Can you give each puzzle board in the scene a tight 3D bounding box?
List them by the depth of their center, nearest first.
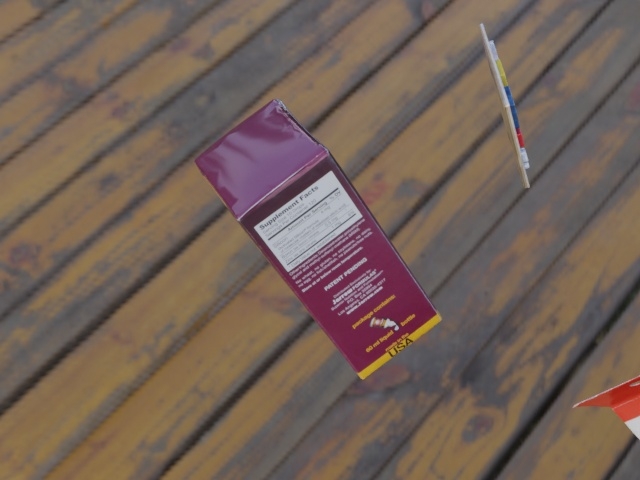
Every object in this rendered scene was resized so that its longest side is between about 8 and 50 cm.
[{"bbox_3d":[0.166,-0.119,1.138,0.011,0.128,0.096,-15,56,8],"label":"puzzle board"}]

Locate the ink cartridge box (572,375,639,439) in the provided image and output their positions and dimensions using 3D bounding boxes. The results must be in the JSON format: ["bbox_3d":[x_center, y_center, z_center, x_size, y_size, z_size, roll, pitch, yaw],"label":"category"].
[{"bbox_3d":[0.303,0.123,0.982,0.179,0.145,0.045,10,57,-47],"label":"ink cartridge box"}]

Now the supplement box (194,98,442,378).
[{"bbox_3d":[0.000,0.000,0.955,0.081,0.188,0.104,-37,36,-1],"label":"supplement box"}]
